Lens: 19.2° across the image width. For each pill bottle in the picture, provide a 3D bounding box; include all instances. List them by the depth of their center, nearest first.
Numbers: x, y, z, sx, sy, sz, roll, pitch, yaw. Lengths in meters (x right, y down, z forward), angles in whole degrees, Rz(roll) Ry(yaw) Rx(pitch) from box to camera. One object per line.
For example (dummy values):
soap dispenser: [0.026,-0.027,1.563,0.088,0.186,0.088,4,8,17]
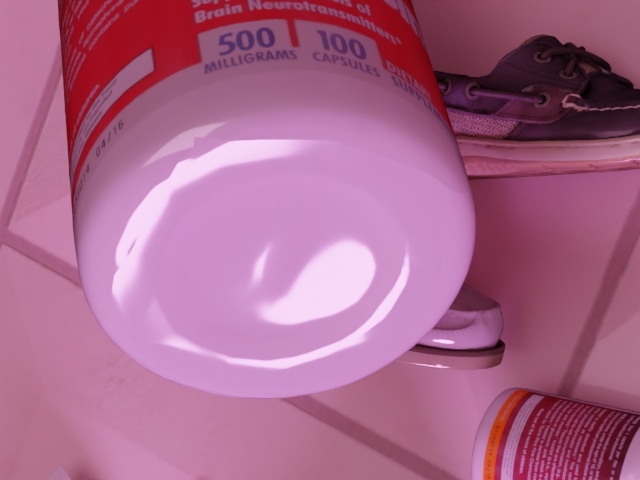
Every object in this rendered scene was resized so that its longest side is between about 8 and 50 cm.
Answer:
pill bottle: [-0.050,-0.115,1.197,0.229,0.229,0.407,-41,36,23]
pill bottle: [0.180,0.148,1.206,0.152,0.086,0.086,10,93,32]

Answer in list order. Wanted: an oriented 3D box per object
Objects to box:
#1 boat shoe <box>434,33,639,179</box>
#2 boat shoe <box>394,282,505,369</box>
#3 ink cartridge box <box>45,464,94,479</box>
boat shoe: [0.144,-0.088,1.231,0.285,0.103,0.092,-1,91,38]
boat shoe: [0.000,0.000,1.306,0.302,0.113,0.103,22,105,31]
ink cartridge box: [-0.184,0.218,1.456,0.048,0.028,0.083,-46,67,21]
